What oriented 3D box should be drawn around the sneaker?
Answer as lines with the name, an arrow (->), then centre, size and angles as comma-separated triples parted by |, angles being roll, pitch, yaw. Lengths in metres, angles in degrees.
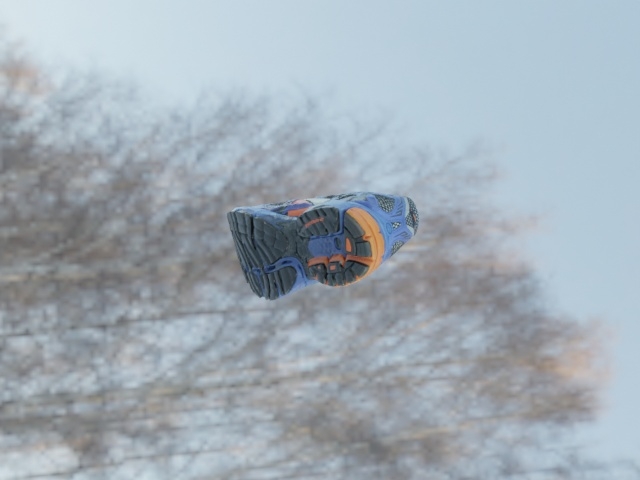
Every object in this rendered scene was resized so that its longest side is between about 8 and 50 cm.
sneaker -> 0.000, 0.000, 1.188 | 0.221, 0.087, 0.083 | 1, -72, 54
